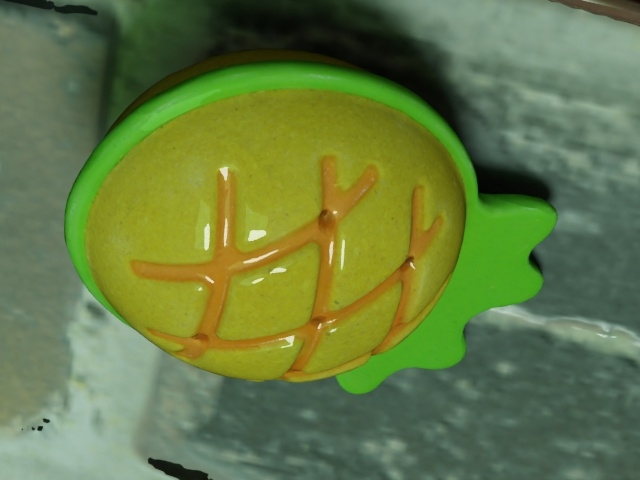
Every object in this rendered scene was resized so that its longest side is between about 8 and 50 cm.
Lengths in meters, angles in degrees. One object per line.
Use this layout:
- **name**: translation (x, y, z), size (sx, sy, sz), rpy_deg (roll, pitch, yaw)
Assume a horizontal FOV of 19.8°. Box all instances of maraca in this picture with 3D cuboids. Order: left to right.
- **maraca**: translation (0.000, 0.000, 0.618), size (0.185, 0.099, 0.127), rpy_deg (25, 125, -39)

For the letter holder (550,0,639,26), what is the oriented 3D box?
- **letter holder**: translation (0.112, -0.117, 0.428), size (0.302, 0.214, 0.152), rpy_deg (15, 107, -3)
